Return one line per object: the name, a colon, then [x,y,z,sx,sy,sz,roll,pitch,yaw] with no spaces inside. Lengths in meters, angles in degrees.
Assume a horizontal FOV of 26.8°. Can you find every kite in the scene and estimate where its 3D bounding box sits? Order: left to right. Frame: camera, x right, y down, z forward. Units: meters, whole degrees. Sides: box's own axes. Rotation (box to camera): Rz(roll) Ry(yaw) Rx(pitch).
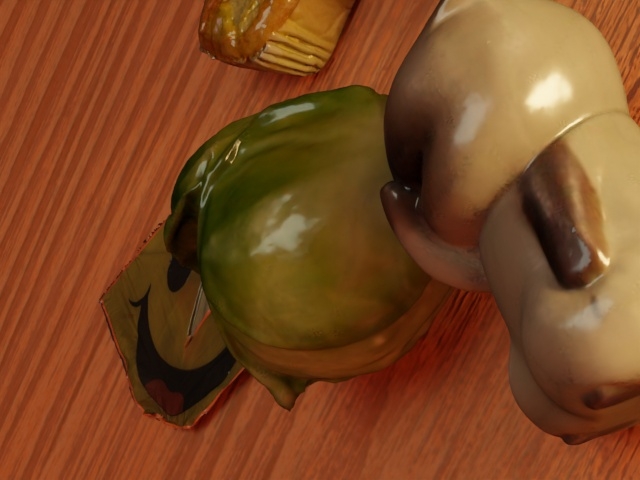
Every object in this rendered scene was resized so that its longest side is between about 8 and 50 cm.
kite: [-0.136,0.046,1.496,0.377,0.013,0.327,3,76,50]

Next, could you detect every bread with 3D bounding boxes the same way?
bread: [-0.026,-0.315,1.452,0.152,0.119,0.288,26,94,53]

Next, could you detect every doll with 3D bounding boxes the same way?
doll: [0.179,-0.015,0.990,0.226,0.215,0.370,-39,69,-1]

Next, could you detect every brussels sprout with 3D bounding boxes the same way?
brussels sprout: [-0.001,-0.002,1.205,0.294,0.227,0.259,-24,53,21]
